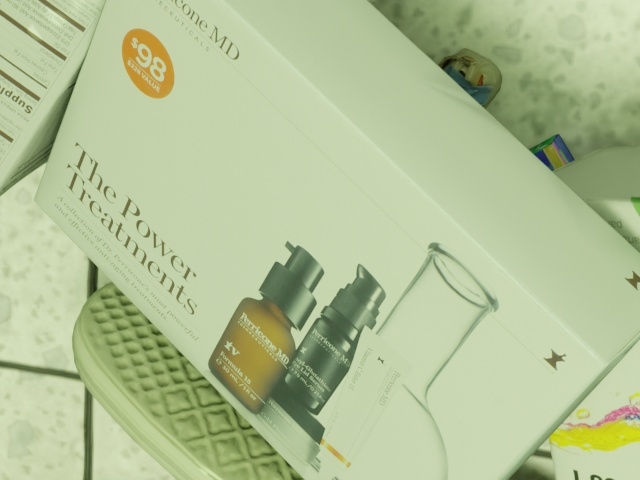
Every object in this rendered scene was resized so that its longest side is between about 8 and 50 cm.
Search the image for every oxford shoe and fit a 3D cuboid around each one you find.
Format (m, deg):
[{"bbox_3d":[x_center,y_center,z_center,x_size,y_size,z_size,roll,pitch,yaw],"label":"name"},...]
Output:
[{"bbox_3d":[0.007,0.185,1.144,0.449,0.169,0.130,32,138,2],"label":"oxford shoe"}]

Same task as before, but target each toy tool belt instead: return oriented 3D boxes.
[{"bbox_3d":[0.091,-0.087,1.079,0.052,0.051,0.083,24,112,5],"label":"toy tool belt"}]

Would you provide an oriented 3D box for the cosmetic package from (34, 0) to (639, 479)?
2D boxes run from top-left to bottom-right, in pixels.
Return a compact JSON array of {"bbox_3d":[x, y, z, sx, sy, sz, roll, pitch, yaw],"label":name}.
[{"bbox_3d":[0.000,0.000,1.004,0.377,0.097,0.284,44,137,12],"label":"cosmetic package"}]

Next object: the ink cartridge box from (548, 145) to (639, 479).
[{"bbox_3d":[0.246,0.089,0.979,0.201,0.117,0.278,5,113,46],"label":"ink cartridge box"}]

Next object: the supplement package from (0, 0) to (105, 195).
[{"bbox_3d":[-0.200,-0.165,1.077,0.134,0.139,0.244,37,112,-2],"label":"supplement package"}]

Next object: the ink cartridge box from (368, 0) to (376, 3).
[{"bbox_3d":[0.041,-0.253,1.010,0.237,0.100,0.172,-22,102,20],"label":"ink cartridge box"}]

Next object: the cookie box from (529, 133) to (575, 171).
[{"bbox_3d":[0.141,-0.008,1.099,0.107,0.040,0.092,-30,98,20],"label":"cookie box"}]
